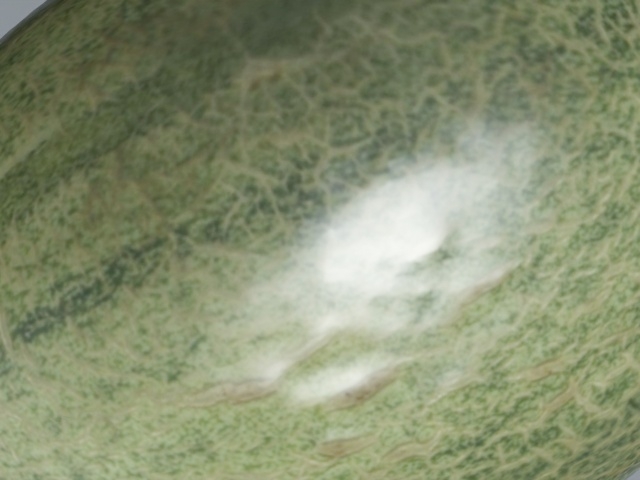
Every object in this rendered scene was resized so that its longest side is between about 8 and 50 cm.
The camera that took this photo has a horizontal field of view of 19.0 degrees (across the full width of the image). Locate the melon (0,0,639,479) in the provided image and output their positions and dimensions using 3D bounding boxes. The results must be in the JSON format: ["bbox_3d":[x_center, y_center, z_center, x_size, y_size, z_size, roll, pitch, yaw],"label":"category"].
[{"bbox_3d":[0.000,0.000,0.654,0.248,0.329,0.248,53,-19,28],"label":"melon"}]
